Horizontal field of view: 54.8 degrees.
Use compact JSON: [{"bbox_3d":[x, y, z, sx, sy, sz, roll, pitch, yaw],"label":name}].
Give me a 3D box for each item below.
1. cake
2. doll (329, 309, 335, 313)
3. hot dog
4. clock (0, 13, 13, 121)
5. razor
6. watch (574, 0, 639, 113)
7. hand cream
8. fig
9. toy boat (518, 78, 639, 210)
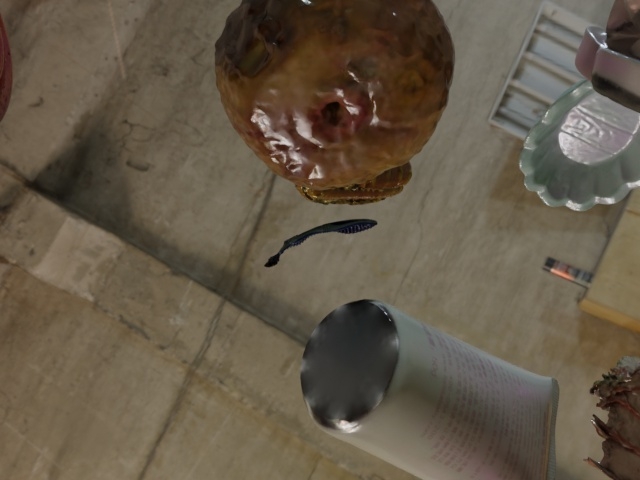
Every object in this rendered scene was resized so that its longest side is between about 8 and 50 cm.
[{"bbox_3d":[0.327,0.182,0.542,0.287,0.135,0.098,25,-86,-33],"label":"cake"},{"bbox_3d":[0.043,0.176,0.999,0.110,0.067,0.206,48,-130,-19],"label":"doll"},{"bbox_3d":[0.064,-0.108,1.104,0.268,0.072,0.115,-9,-21,-43],"label":"hot dog"},{"bbox_3d":[-0.333,-0.187,0.532,0.205,0.051,0.205,-9,-90,-84],"label":"clock"},{"bbox_3d":[-0.002,-0.004,0.796,0.044,0.154,0.028,-57,-55,-83],"label":"razor"},{"bbox_3d":[0.364,-0.220,0.555,0.244,0.196,0.231,-23,-36,-52],"label":"watch"},{"bbox_3d":[0.138,0.174,0.612,0.358,0.118,0.186,32,-122,-33],"label":"hand cream"},{"bbox_3d":[0.024,-0.241,0.822,0.369,0.286,0.286,-81,3,-58],"label":"fig"},{"bbox_3d":[0.428,-0.174,0.942,0.290,0.199,0.100,116,174,-49],"label":"toy boat"}]
